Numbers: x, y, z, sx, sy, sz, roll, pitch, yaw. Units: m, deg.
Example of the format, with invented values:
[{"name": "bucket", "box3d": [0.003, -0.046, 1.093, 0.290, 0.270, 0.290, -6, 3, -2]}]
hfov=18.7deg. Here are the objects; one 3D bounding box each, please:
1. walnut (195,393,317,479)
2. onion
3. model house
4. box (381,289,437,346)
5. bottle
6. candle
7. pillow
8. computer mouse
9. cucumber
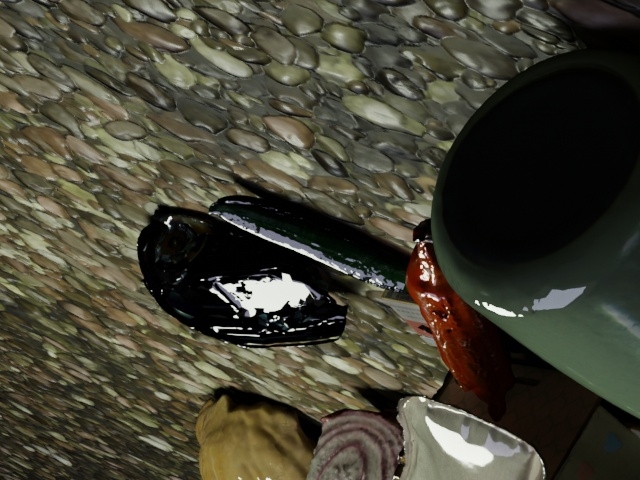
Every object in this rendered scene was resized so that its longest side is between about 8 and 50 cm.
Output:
[{"name": "walnut", "box3d": [-0.050, 0.276, 2.218, 0.238, 0.141, 0.204, 19, 156, 15]}, {"name": "onion", "box3d": [0.104, 0.286, 1.921, 0.207, 0.216, 0.206, 21, 168, -41]}, {"name": "model house", "box3d": [0.187, 0.213, 1.698, 0.244, 0.169, 0.326, 36, 157, -6]}, {"name": "box", "box3d": [0.090, 0.068, 1.637, 0.046, 0.012, 0.083, 8, 154, 41]}, {"name": "bottle", "box3d": [0.227, 0.038, 1.130, 0.347, 0.168, 0.168, 35, 161, -37]}, {"name": "candle", "box3d": [0.107, 0.057, 1.506, 0.084, 0.059, 0.301, 54, 175, 32]}, {"name": "pillow", "box3d": [0.115, 0.194, 1.531, 0.131, 0.038, 0.232, 26, 150, 18]}, {"name": "computer mouse", "box3d": [-0.077, 0.045, 1.702, 0.242, 0.077, 0.146, 11, 159, 40]}, {"name": "cucumber", "box3d": [0.000, 0.000, 1.542, 0.184, 0.033, 0.036, 24, 137, 6]}]
